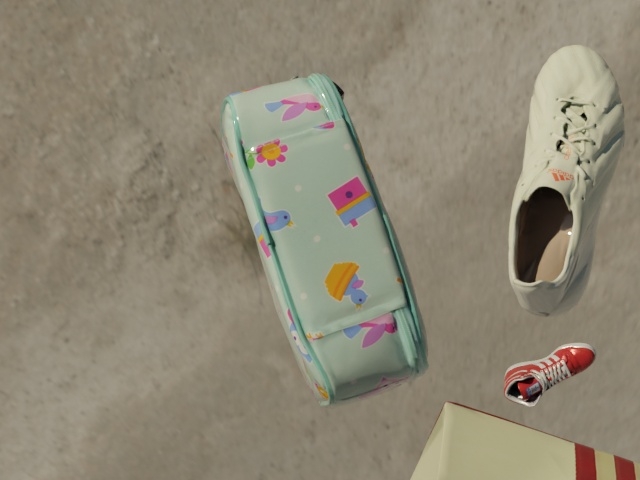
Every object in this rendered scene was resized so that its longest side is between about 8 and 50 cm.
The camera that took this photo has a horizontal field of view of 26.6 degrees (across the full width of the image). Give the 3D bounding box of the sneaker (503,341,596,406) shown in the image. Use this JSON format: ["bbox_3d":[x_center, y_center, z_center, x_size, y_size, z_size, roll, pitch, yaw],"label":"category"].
[{"bbox_3d":[0.275,0.163,1.628,0.118,0.067,0.042,-23,102,22],"label":"sneaker"}]

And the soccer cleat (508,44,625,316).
[{"bbox_3d":[0.164,-0.046,0.913,0.068,0.076,0.196,4,76,24],"label":"soccer cleat"}]

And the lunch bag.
[{"bbox_3d":[0.000,0.000,1.147,0.107,0.224,0.279,-18,82,-4],"label":"lunch bag"}]

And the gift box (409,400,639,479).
[{"bbox_3d":[0.140,0.267,0.684,0.276,0.255,0.258,15,33,2],"label":"gift box"}]
